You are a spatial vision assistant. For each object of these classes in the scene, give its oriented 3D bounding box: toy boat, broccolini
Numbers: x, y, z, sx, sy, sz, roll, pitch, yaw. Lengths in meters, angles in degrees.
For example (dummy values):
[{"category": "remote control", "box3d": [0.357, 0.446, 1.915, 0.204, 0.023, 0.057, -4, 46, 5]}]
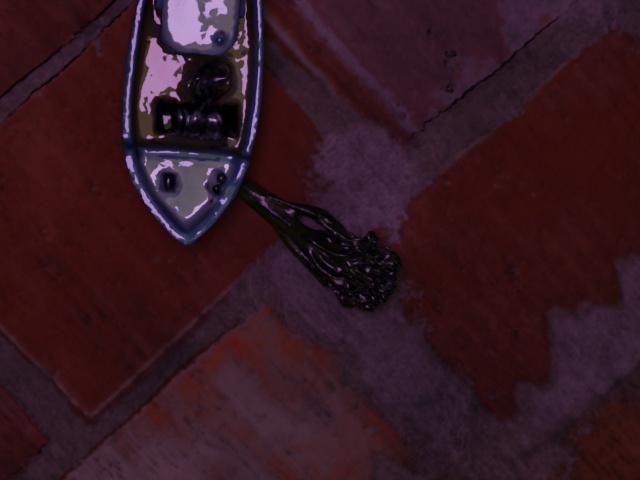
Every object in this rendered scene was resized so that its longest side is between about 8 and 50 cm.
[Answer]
[{"category": "toy boat", "box3d": [-0.131, -0.163, 1.702, 0.145, 0.133, 0.332, 4, 99, -7]}, {"category": "broccolini", "box3d": [-0.006, 0.006, 1.775, 0.202, 0.068, 0.091, 29, 115, -8]}]
